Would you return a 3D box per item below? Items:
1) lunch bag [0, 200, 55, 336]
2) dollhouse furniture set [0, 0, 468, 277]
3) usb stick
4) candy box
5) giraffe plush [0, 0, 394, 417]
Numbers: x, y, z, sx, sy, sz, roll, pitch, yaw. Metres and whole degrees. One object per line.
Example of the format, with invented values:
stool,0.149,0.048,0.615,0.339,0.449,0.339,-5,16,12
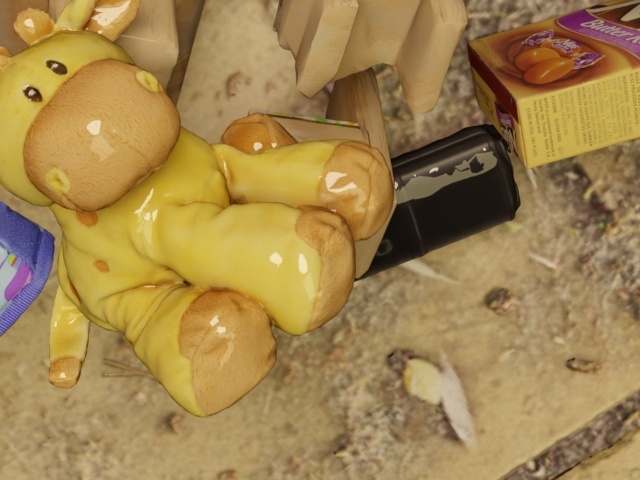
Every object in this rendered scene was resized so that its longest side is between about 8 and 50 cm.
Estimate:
lunch bag,-0.301,0.027,0.856,0.293,0.138,0.221,-32,135,18
dollhouse furniture set,-0.108,-0.215,0.894,0.362,0.256,0.394,7,134,-15
usb stick,0.000,0.000,1.076,0.278,0.045,0.077,-22,124,-2
candy box,0.199,-0.112,1.030,0.187,0.109,0.053,-15,119,-6
giraffe plush,-0.094,-0.035,0.802,0.210,0.181,0.170,-3,134,39
